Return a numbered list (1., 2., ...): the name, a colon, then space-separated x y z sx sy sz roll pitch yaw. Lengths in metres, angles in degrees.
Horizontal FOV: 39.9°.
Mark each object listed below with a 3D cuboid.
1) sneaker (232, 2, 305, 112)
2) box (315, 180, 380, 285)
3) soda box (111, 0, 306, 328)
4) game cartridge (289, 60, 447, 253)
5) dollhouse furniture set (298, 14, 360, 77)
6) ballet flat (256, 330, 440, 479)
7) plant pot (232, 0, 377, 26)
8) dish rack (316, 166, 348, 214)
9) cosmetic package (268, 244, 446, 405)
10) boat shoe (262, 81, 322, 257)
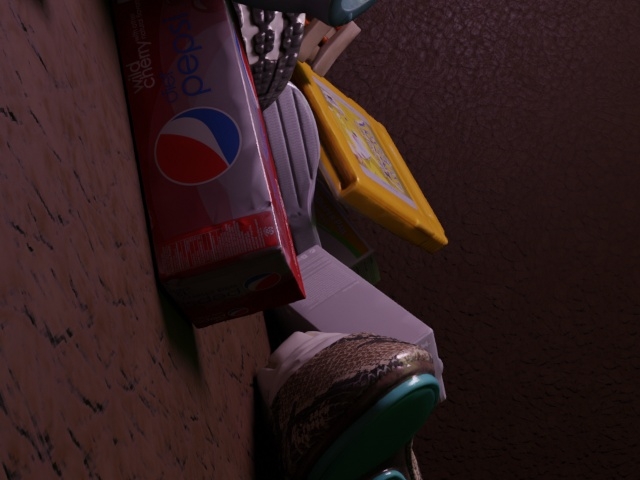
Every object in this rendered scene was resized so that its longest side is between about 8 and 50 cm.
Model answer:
1. sneaker: -0.121 -0.335 1.145 0.182 0.158 0.410 116 -35 -71
2. box: 0.000 0.000 1.519 0.203 0.103 0.114 52 -10 28
3. soda box: -0.083 -0.078 0.632 0.092 0.083 0.263 70 5 -64
4. game cartridge: 0.071 -0.133 1.407 0.324 0.053 0.285 24 34 -53
5. dollhouse furniture set: -0.040 -0.377 1.325 0.262 0.135 0.259 46 11 19
6. ballet flat: 0.017 0.197 0.888 0.182 0.164 0.483 50 -17 31
7. plant pot: -0.005 -0.301 0.716 0.196 0.293 0.293 44 -2 5
8. dish rack: -0.037 -0.199 1.532 0.333 0.072 0.285 51 4 -6
9. cosmetic package: 0.037 0.119 1.079 0.238 0.107 0.127 38 -27 49
10. boat shoe: -0.068 -0.088 1.261 0.119 0.121 0.335 -118 -160 -52
